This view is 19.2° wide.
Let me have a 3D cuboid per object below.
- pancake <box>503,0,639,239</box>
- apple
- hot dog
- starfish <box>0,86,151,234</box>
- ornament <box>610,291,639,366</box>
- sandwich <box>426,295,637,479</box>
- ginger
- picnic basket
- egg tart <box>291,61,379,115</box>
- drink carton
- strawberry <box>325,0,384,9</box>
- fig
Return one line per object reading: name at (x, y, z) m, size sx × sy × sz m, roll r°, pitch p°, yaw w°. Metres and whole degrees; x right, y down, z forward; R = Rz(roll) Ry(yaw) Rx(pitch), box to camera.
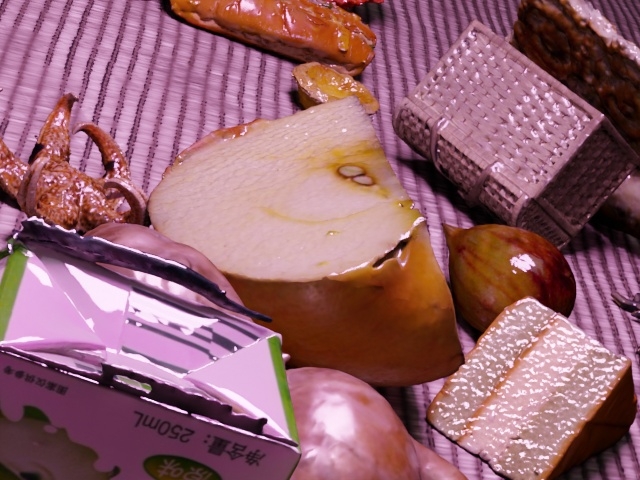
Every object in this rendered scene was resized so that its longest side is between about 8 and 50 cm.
pancake at (0.315, -0.115, 1.999) m, size 0.067 × 0.305 × 0.427 m, roll -34°, pitch 55°, yaw -20°
apple at (0.000, 0.000, 1.495) m, size 0.254 × 0.179 × 0.346 m, roll 35°, pitch 14°, yaw -23°
hot dog at (-0.058, -0.254, 2.140) m, size 0.269 × 0.072 × 0.115 m, roll 17°, pitch 32°, yaw -23°
starfish at (-0.214, -0.064, 1.535) m, size 0.146 × 0.074 × 0.190 m, roll 16°, pitch 24°, yaw -27°
ornament at (0.346, 0.085, 1.821) m, size 0.202 × 0.080 × 0.236 m, roll 18°, pitch 26°, yaw -28°
sandwich at (0.178, 0.148, 1.579) m, size 0.117 × 0.144 × 0.187 m, roll 36°, pitch -12°, yaw 21°
ginger at (-0.072, 0.133, 1.149) m, size 0.375 × 0.176 × 0.256 m, roll 27°, pitch 40°, yaw -4°
picnic basket at (0.195, -0.099, 1.955) m, size 0.196 × 0.154 × 0.134 m, roll 41°, pitch 3°, yaw 32°
egg tart at (0.013, -0.152, 2.025) m, size 0.105 × 0.039 × 0.105 m, roll 22°, pitch 22°, yaw -10°
drink carton at (-0.127, 0.142, 0.914) m, size 0.161 × 0.271 × 0.108 m, roll 21°, pitch 27°, yaw -15°
strawberry at (-0.010, -0.353, 2.383) m, size 0.236 × 0.107 × 0.175 m, roll 21°, pitch 59°, yaw -10°
fig at (0.158, 0.029, 1.705) m, size 0.155 × 0.103 × 0.109 m, roll 41°, pitch 0°, yaw 26°
